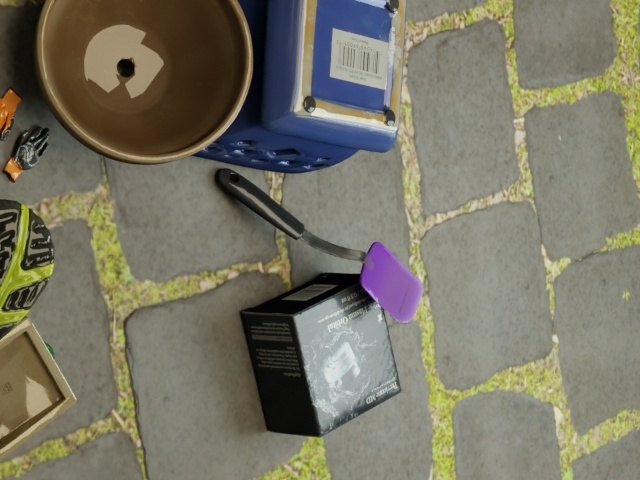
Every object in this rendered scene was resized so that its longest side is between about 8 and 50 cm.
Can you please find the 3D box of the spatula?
[{"bbox_3d":[0.000,0.000,2.235,0.296,0.030,0.084,31,46,-11],"label":"spatula"}]

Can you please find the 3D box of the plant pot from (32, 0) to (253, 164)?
[{"bbox_3d":[-0.200,-0.196,2.028,0.237,0.109,0.237,1,86,-19],"label":"plant pot"}]

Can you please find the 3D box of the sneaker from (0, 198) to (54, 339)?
[{"bbox_3d":[-0.412,0.119,1.827,0.385,0.147,0.145,-45,107,-12],"label":"sneaker"}]

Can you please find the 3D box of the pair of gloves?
[{"bbox_3d":[-0.327,-0.112,1.998,0.083,0.010,0.074,53,56,-32],"label":"pair of gloves"}]

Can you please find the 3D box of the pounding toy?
[{"bbox_3d":[-0.327,0.147,1.955,0.141,0.100,0.130,-38,116,-26],"label":"pounding toy"}]

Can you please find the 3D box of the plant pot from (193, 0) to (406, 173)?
[{"bbox_3d":[-0.033,-0.208,2.149,0.236,0.212,0.236,8,83,-44],"label":"plant pot"}]

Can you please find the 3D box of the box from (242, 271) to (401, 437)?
[{"bbox_3d":[0.004,0.136,2.270,0.156,0.093,0.158,-25,108,-42],"label":"box"}]
